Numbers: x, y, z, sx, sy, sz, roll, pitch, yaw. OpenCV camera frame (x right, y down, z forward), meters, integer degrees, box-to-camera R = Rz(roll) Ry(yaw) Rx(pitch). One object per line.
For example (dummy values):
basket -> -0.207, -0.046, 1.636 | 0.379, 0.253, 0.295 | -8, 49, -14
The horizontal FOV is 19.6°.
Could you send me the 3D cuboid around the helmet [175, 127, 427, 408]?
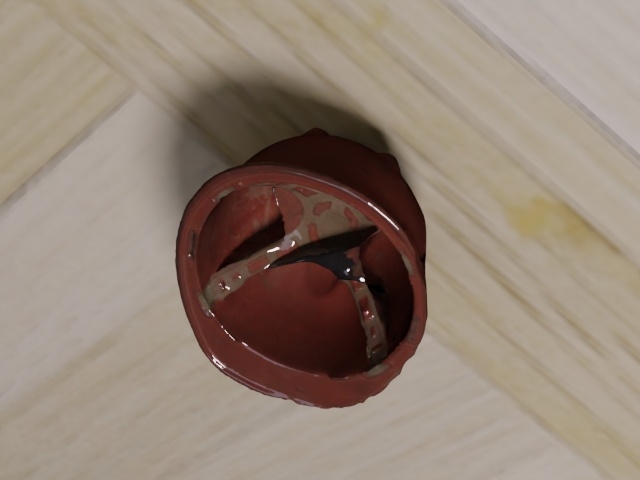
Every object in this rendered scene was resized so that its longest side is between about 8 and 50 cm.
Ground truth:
helmet -> 0.000, 0.000, 0.636 | 0.089, 0.057, 0.111 | 20, 136, 5
